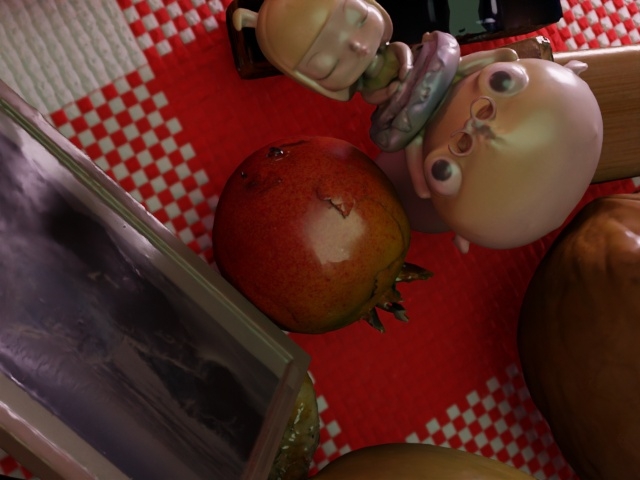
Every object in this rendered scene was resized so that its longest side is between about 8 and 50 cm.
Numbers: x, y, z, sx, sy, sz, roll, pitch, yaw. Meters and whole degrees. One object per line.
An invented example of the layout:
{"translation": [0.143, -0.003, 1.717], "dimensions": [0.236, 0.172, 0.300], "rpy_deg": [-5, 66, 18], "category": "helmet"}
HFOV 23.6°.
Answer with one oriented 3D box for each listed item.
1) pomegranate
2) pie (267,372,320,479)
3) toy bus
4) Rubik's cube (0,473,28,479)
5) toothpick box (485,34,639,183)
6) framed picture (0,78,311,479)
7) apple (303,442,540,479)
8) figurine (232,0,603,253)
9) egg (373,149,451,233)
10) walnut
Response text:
{"translation": [0.000, 0.000, 1.585], "dimensions": [0.235, 0.210, 0.210], "rpy_deg": [35, 71, -16], "category": "pomegranate"}
{"translation": [-0.111, 0.199, 1.556], "dimensions": [0.274, 0.055, 0.274], "rpy_deg": [-11, 107, -39], "category": "pie"}
{"translation": [0.084, -0.251, 1.715], "dimensions": [0.408, 0.092, 0.093], "rpy_deg": [-11, 88, -26], "category": "toy bus"}
{"translation": [-0.422, 0.312, 1.308], "dimensions": [0.293, 0.283, 0.289], "rpy_deg": [15, 77, -23], "category": "Rubik's cube"}
{"translation": [0.321, -0.141, 1.778], "dimensions": [0.308, 0.190, 0.188], "rpy_deg": [-10, 89, -31], "category": "toothpick box"}
{"translation": [-0.207, 0.077, 1.375], "dimensions": [0.446, 0.028, 0.326], "rpy_deg": [43, 38, -18], "category": "framed picture"}
{"translation": [0.101, 0.415, 1.469], "dimensions": [0.473, 0.473, 0.474], "rpy_deg": [3, 83, -26], "category": "apple"}
{"translation": [0.089, -0.151, 1.565], "dimensions": [0.394, 0.274, 0.227], "rpy_deg": [30, 92, -8], "category": "figurine"}
{"translation": [0.118, -0.060, 1.706], "dimensions": [0.135, 0.103, 0.103], "rpy_deg": [13, 79, -21], "category": "egg"}
{"translation": [0.393, 0.132, 1.710], "dimensions": [0.354, 0.308, 0.398], "rpy_deg": [-24, 89, -55], "category": "walnut"}
